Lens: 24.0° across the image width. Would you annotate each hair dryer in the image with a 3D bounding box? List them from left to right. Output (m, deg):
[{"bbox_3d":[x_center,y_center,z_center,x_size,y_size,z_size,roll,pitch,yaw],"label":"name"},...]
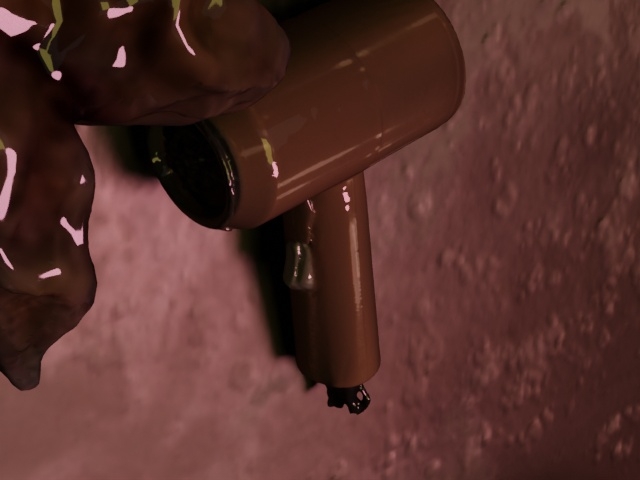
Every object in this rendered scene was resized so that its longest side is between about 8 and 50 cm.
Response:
[{"bbox_3d":[0.000,0.000,0.585,0.117,0.064,0.182,-31,130,-33],"label":"hair dryer"}]

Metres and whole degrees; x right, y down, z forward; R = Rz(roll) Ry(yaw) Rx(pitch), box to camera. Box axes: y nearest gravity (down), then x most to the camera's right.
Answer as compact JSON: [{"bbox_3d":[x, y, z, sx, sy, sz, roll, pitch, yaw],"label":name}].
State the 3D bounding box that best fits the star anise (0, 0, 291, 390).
[{"bbox_3d":[-0.129,-0.075,0.388,0.315,0.108,0.315,-16,111,-47],"label":"star anise"}]
